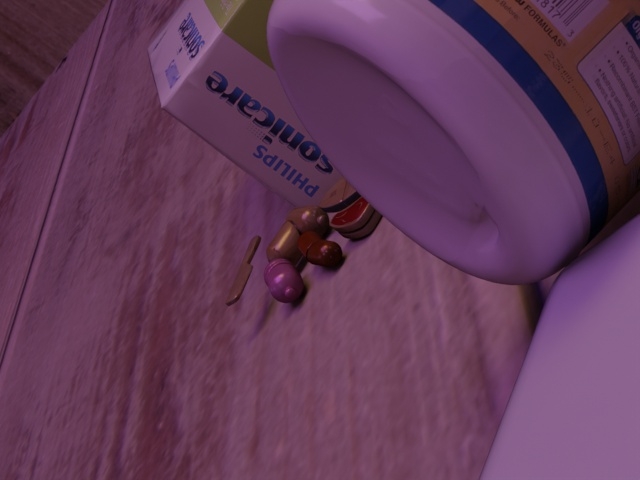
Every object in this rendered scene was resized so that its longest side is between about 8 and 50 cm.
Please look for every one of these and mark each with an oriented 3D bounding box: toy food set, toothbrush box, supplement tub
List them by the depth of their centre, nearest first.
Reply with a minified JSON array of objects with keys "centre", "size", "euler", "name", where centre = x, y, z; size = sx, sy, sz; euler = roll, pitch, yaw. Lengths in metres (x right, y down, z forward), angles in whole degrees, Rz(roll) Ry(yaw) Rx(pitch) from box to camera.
[{"centre":[0.094,-0.097,0.655],"size":[0.200,0.144,0.144],"euler":[-44,13,-15],"name":"supplement tub"},{"centre":[0.000,0.000,0.991],"size":[0.122,0.019,0.078],"euler":[-30,28,39],"name":"toy food set"},{"centre":[0.023,-0.180,1.110],"size":[0.283,0.122,0.206],"euler":[-51,16,7],"name":"toothbrush box"}]

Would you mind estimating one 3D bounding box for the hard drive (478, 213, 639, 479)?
[{"centre":[0.100,0.074,0.442],"size":[0.210,0.040,0.318],"euler":[-39,15,41],"name":"hard drive"}]
